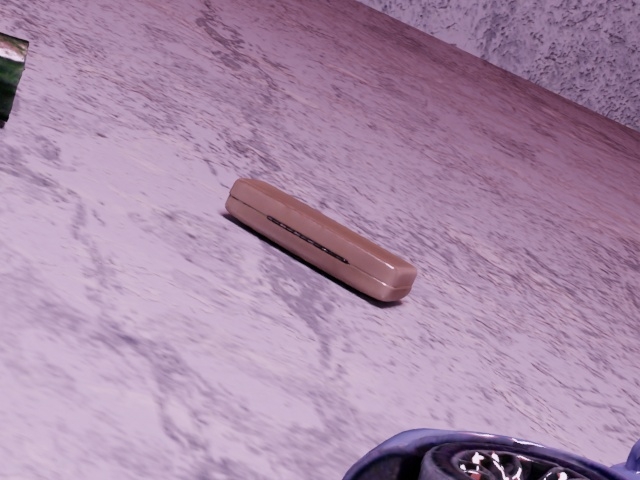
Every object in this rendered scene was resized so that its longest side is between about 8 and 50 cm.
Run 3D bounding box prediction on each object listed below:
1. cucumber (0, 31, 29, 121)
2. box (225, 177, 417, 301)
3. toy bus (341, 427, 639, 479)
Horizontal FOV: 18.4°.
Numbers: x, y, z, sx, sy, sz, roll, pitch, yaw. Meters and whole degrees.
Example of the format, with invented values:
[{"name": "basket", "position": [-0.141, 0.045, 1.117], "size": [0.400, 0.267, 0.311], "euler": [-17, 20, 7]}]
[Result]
[{"name": "cucumber", "position": [-0.210, -0.101, 1.083], "size": [0.105, 0.048, 0.048], "euler": [18, 14, -23]}, {"name": "box", "position": [0.000, 0.000, 1.143], "size": [0.115, 0.025, 0.048], "euler": [30, 7, 16]}, {"name": "toy bus", "position": [0.141, 0.130, 0.490], "size": [0.292, 0.125, 0.133], "euler": [14, 11, 16]}]
